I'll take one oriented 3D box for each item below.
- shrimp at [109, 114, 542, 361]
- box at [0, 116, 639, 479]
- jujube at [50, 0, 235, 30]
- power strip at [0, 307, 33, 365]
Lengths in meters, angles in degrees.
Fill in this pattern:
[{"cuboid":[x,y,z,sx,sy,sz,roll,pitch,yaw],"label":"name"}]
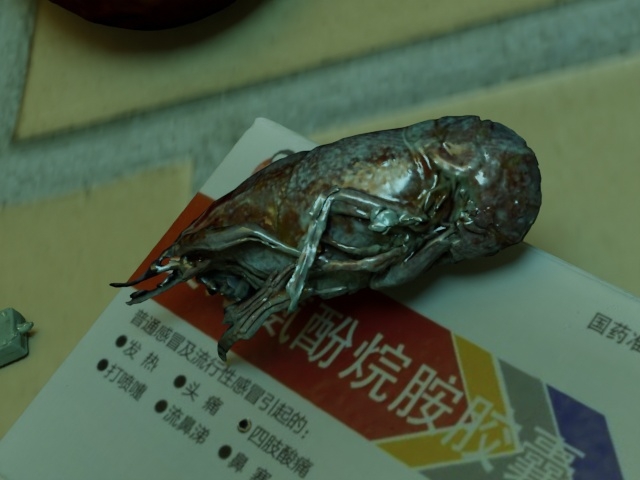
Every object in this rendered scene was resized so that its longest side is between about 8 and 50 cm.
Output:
[{"cuboid":[0.000,-0.001,0.584,0.190,0.075,0.073,-15,73,11],"label":"shrimp"},{"cuboid":[0.040,0.099,0.578,0.353,0.069,0.214,29,76,36],"label":"box"},{"cuboid":[-0.119,-0.204,0.808,0.236,0.168,0.168,10,64,48],"label":"jujube"},{"cuboid":[-0.188,0.060,0.748,0.083,0.017,0.027,-22,53,14],"label":"power strip"}]
